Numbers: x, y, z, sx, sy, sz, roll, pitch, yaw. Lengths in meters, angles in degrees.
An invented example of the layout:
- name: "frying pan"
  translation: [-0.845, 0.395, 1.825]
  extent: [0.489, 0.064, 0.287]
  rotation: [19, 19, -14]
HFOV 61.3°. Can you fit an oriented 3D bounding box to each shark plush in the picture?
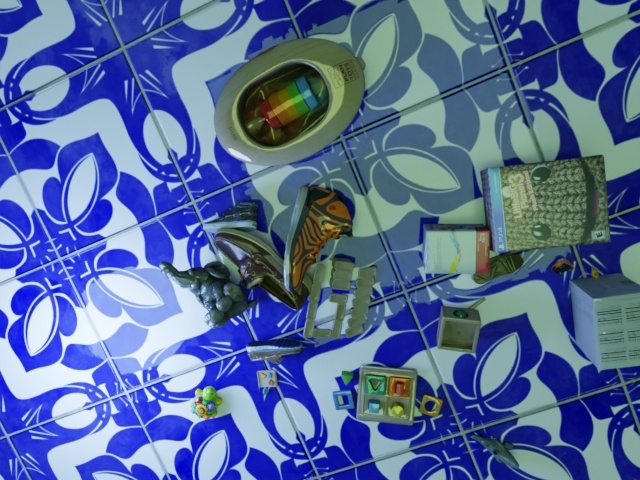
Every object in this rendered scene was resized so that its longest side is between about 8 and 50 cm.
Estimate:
- name: "shark plush"
  translation: [0.544, 0.641, 1.672]
  extent: [0.161, 0.067, 0.073]
  rotation: [44, 103, -3]

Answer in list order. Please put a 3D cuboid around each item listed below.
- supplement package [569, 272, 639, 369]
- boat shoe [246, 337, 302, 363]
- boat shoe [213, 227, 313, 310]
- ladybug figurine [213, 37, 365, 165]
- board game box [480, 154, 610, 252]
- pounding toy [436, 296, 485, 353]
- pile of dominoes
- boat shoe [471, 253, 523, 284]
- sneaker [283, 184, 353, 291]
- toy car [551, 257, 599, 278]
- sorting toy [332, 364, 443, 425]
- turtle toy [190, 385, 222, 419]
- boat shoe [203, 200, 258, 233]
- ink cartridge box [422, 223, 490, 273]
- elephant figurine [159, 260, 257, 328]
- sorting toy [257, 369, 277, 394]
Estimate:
- name: "supplement package"
  translation: [0.803, 0.219, 1.493]
  extent: [0.150, 0.194, 0.202]
  rotation: [-9, 100, 9]
- name: "boat shoe"
  translation: [-0.142, 0.351, 1.708]
  extent: [0.184, 0.066, 0.066]
  rotation: [-4, 105, 18]
- name: "boat shoe"
  translation: [-0.185, 0.091, 1.608]
  extent: [0.342, 0.123, 0.123]
  rotation: [35, 143, -6]
- name: "ladybug figurine"
  translation: [-0.078, -0.380, 1.501]
  extent: [0.450, 0.162, 0.304]
  rotation: [-23, 97, 11]
- name: "board game box"
  translation: [0.604, -0.098, 1.470]
  extent: [0.291, 0.141, 0.231]
  rotation: [-7, 93, 8]
- name: "pounding toy"
  translation: [0.421, 0.246, 1.607]
  extent: [0.130, 0.100, 0.141]
  rotation: [6, 112, 6]
- name: "pile of dominoes"
  translation: [0.058, 0.180, 1.653]
  extent: [0.196, 0.040, 0.250]
  rotation: [7, 104, -15]
- name: "boat shoe"
  translation: [0.518, 0.083, 1.584]
  extent: [0.153, 0.048, 0.056]
  rotation: [-29, 88, 5]
- name: "sneaker"
  translation: [0.000, 0.000, 1.548]
  extent: [0.180, 0.124, 0.320]
  rotation: [11, 79, 3]
- name: "toy car"
  translation: [0.735, 0.082, 1.560]
  extent: [0.122, 0.060, 0.040]
  rotation: [18, 59, -4]
- name: "sorting toy"
  translation: [0.209, 0.492, 1.695]
  extent: [0.348, 0.047, 0.195]
  rotation: [4, 101, 6]
- name: "turtle toy"
  translation: [-0.376, 0.530, 1.765]
  extent: [0.095, 0.066, 0.130]
  rotation: [24, 103, 2]
- name: "boat shoe"
  translation: [-0.270, -0.068, 1.643]
  extent: [0.184, 0.065, 0.083]
  rotation: [-4, 70, 22]
- name: "ink cartridge box"
  translation: [0.382, 0.022, 1.540]
  extent: [0.177, 0.128, 0.127]
  rotation: [0, 101, 7]
- name: "elephant figurine"
  translation: [-0.341, 0.136, 1.648]
  extent: [0.169, 0.186, 0.239]
  rotation: [-41, 64, -21]
- name: "sorting toy"
  translation: [-0.171, 0.463, 1.754]
  extent: [0.062, 0.012, 0.083]
  rotation: [-6, 100, 8]
